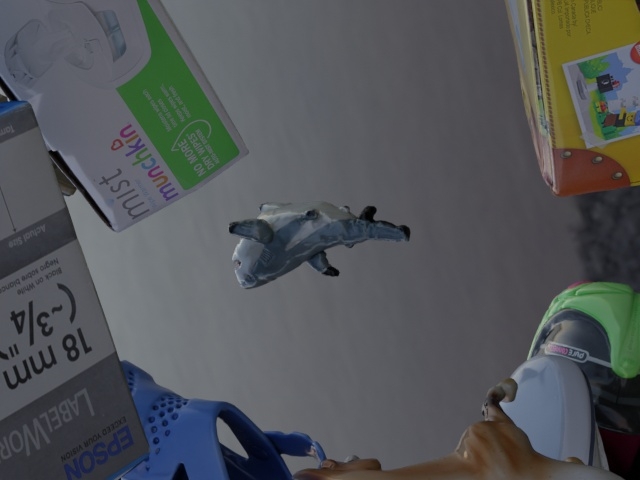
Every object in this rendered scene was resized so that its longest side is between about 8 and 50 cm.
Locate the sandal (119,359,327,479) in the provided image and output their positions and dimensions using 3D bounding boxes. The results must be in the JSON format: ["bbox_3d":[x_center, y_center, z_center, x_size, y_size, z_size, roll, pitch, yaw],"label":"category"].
[{"bbox_3d":[-0.110,0.164,1.464,0.317,0.126,0.138,31,137,-10],"label":"sandal"}]

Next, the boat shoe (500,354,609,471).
[{"bbox_3d":[0.229,0.288,1.565,0.136,0.156,0.367,-23,60,56],"label":"boat shoe"}]

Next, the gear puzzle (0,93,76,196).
[{"bbox_3d":[-0.422,-0.139,1.972,0.044,0.339,0.175,-57,20,22],"label":"gear puzzle"}]

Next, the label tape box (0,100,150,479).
[{"bbox_3d":[-0.222,0.118,1.006,0.106,0.240,0.334,-4,109,43],"label":"label tape box"}]

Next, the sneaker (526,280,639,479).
[{"bbox_3d":[0.247,0.241,1.836,0.185,0.202,0.483,12,141,8],"label":"sneaker"}]

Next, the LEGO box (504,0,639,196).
[{"bbox_3d":[0.200,-0.337,1.243,0.500,0.193,0.372,74,-173,-52],"label":"LEGO box"}]

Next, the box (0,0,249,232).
[{"bbox_3d":[-0.189,-0.176,1.288,0.231,0.126,0.262,58,179,41],"label":"box"}]

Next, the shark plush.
[{"bbox_3d":[0.000,0.000,1.505,0.073,0.161,0.067,-50,-51,-72],"label":"shark plush"}]

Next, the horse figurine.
[{"bbox_3d":[0.139,0.139,0.868,0.263,0.174,0.066,27,107,21],"label":"horse figurine"}]
